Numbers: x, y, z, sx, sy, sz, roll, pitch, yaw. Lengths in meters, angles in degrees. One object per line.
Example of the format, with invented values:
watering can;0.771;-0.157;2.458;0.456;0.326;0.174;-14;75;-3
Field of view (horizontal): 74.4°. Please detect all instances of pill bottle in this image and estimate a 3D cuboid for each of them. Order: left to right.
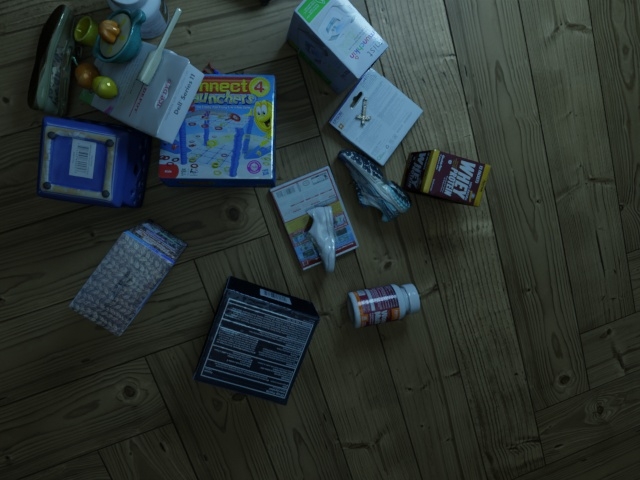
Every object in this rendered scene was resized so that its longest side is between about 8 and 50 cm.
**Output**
pill bottle;-0.474;-0.618;1.082;0.131;0.229;0.131;-2;100;-10
pill bottle;0.207;0.212;1.397;0.222;0.121;0.121;-10;101;-8

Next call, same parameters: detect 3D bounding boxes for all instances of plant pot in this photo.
plant pot;-0.611;-0.208;1.136;0.236;0.212;0.235;9;98;-10

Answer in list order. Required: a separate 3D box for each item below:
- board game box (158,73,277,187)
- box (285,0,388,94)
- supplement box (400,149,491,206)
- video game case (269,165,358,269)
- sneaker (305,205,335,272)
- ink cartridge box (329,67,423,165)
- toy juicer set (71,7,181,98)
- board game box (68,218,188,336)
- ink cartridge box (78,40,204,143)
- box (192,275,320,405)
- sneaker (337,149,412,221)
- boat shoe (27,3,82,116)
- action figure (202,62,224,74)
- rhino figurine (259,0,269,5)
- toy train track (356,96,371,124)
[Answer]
board game box;-0.279;-0.304;1.176;0.309;0.086;0.301;0;82;-1
box;0.037;-0.549;1.169;0.231;0.262;0.126;43;91;-15
supplement box;0.384;-0.195;1.322;0.192;0.194;0.128;13;97;-12
video game case;-0.017;-0.070;1.359;0.204;0.025;0.284;-23;102;-6
sneaker;0.000;0.000;1.331;0.094;0.080;0.211;-5;93;2
ink cartridge box;0.172;-0.388;1.329;0.224;0.045;0.223;37;91;-13
toy juicer set;-0.487;-0.445;0.995;0.329;0.090;0.209;7;83;29
board game box;-0.509;0.086;1.162;0.141;0.291;0.232;37;91;-14
ink cartridge box;-0.443;-0.386;1.082;0.354;0.119;0.207;29;95;29
box;-0.199;0.304;1.308;0.297;0.183;0.293;20;94;-11
sneaker;0.148;-0.167;1.331;0.283;0.110;0.122;43;117;-2
boat shoe;-0.709;-0.483;1.141;0.089;0.105;0.285;11;105;-50
action figure;-0.291;-0.472;1.243;0.115;0.030;0.038;38;87;-16
rhino figurine;-0.222;-0.741;1.169;0.244;0.106;0.073;20;95;-13
toy train track;0.136;-0.397;1.290;0.048;0.014;0.083;3;97;-10
